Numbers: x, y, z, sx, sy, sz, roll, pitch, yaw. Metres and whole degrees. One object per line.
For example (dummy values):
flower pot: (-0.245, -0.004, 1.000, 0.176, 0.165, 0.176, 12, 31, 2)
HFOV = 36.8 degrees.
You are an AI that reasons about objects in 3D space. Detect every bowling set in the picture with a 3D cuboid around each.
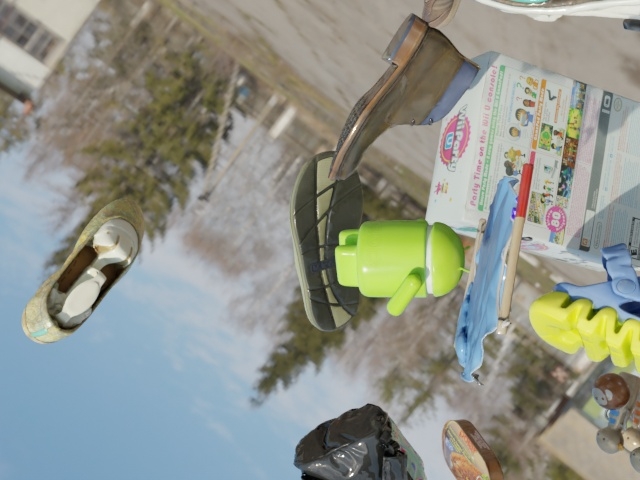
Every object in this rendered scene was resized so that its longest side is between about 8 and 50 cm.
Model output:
bowling set: (0.471, 0.284, 1.431, 0.200, 0.154, 0.287, 16, -178, -11)

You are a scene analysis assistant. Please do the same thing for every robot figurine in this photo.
robot figurine: (0.072, 0.016, 0.834, 0.115, 0.067, 0.101, 0, -149, 10)

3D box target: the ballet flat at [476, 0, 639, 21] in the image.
ballet flat: (0.325, -0.322, 1.197, 0.400, 0.139, 0.139, 13, 171, 28)

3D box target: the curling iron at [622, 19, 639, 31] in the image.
curling iron: (0.519, -0.299, 1.304, 0.035, 0.068, 0.274, 2, -173, -27)

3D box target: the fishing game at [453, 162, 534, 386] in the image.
fishing game: (0.156, 0.037, 0.846, 0.041, 0.189, 0.264, 12, 168, 2)

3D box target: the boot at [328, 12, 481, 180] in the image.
boot: (0.097, -0.148, 1.148, 0.106, 0.219, 0.082, 27, -165, -11)

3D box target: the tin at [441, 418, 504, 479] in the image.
tin: (0.281, 0.410, 1.783, 0.040, 0.106, 0.189, -7, -148, -18)

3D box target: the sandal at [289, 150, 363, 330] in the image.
sandal: (-0.001, 0.001, 1.531, 0.120, 0.302, 0.086, -10, -154, -21)

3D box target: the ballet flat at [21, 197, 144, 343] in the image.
ballet flat: (-0.420, 0.051, 1.805, 0.123, 0.348, 0.123, 24, 147, 17)

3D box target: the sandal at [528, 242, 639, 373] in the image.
sandal: (0.402, 0.093, 1.075, 0.317, 0.138, 0.126, 24, 159, 28)

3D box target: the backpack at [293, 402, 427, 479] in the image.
backpack: (0.069, 0.299, 1.212, 0.182, 0.152, 0.115, 54, -156, -23)

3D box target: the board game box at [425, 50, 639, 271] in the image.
board game box: (0.306, -0.096, 1.280, 0.303, 0.224, 0.097, 14, 172, -25)

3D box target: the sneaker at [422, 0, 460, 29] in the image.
sneaker: (0.177, -0.378, 1.417, 0.071, 0.066, 0.188, 6, 158, -16)
